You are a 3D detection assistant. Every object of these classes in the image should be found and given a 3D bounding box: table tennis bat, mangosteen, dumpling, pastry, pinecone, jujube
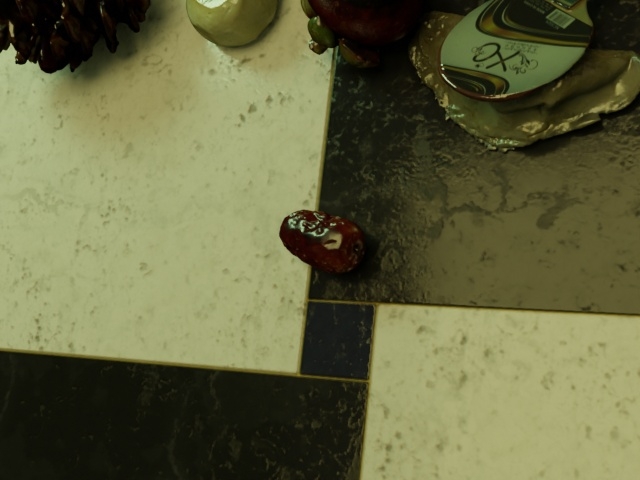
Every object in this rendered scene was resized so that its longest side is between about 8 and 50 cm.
[{"bbox_3d":[0.283,-0.275,1.223,0.301,0.022,0.173,-37,51,-9],"label":"table tennis bat"},{"bbox_3d":[0.050,-0.332,1.332,0.199,0.200,0.200,-6,75,23],"label":"mangosteen"},{"bbox_3d":[0.238,-0.206,1.252,0.332,0.086,0.166,18,83,31],"label":"dumpling"},{"bbox_3d":[-0.135,-0.370,1.460,0.156,0.092,0.156,-11,66,25],"label":"pastry"},{"bbox_3d":[-0.424,-0.408,1.516,0.296,0.242,0.298,-39,69,9],"label":"pinecone"},{"bbox_3d":[0.000,0.000,1.314,0.129,0.077,0.077,17,85,32],"label":"jujube"}]
